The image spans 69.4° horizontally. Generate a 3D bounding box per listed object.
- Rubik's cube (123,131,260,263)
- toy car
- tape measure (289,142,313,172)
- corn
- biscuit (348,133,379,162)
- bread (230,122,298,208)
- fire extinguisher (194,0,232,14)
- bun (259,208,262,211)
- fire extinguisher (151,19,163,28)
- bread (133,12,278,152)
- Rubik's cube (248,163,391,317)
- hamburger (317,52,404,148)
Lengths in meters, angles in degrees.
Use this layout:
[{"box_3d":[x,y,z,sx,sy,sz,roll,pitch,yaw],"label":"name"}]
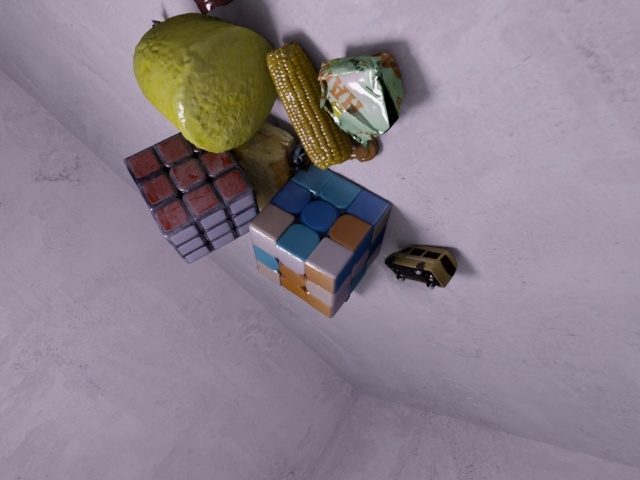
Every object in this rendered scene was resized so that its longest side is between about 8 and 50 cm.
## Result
[{"box_3d":[-0.395,-0.147,1.498,0.305,0.304,0.301,59,168,16],"label":"Rubik's cube"},{"box_3d":[0.333,0.080,1.553,0.101,0.124,0.257,50,163,-23],"label":"toy car"},{"box_3d":[-0.055,-0.271,1.508,0.054,0.094,0.091,24,-172,28],"label":"tape measure"},{"box_3d":[-0.029,-0.358,1.234,0.131,0.131,0.344,-3,117,56],"label":"corn"},{"box_3d":[0.067,-0.301,1.353,0.183,0.047,0.320,52,154,-22],"label":"biscuit"},{"box_3d":[-0.195,-0.250,1.631,0.237,0.165,0.375,20,157,14],"label":"bread"},{"box_3d":[-0.323,-0.711,1.072,0.115,0.135,0.337,-16,129,19],"label":"fire extinguisher"},{"box_3d":[-0.376,-0.167,2.059,0.273,0.168,0.273,28,161,11],"label":"bun"},{"box_3d":[-0.483,-0.605,1.528,0.093,0.118,0.294,-7,141,10],"label":"fire extinguisher"},{"box_3d":[-0.313,-0.451,1.289,0.308,0.348,0.348,38,158,28],"label":"bread"},{"box_3d":[0.000,0.000,1.603,0.345,0.346,0.346,31,155,15],"label":"Rubik's cube"},{"box_3d":[0.101,-0.337,1.124,0.214,0.125,0.235,8,142,43],"label":"hamburger"}]
